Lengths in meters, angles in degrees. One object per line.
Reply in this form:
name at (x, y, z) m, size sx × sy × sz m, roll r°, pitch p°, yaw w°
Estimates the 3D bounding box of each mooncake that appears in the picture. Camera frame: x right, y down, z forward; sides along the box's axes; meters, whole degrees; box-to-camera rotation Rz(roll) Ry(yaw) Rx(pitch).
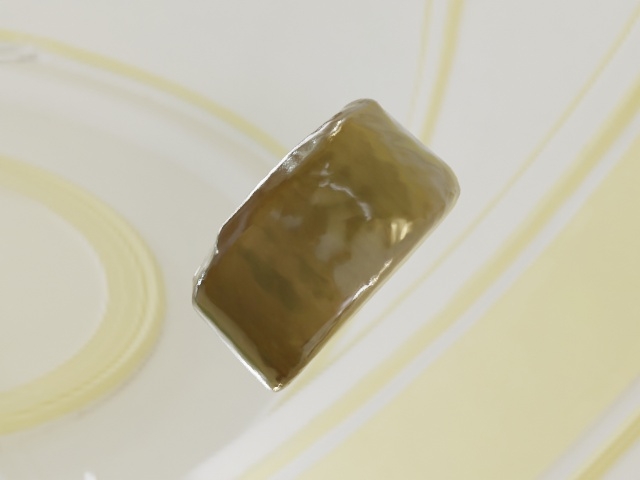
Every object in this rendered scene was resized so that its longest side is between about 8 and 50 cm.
mooncake at (0.000, 0.000, 1.374) m, size 0.155 × 0.284 × 0.284 m, roll 41°, pitch -43°, yaw 5°
